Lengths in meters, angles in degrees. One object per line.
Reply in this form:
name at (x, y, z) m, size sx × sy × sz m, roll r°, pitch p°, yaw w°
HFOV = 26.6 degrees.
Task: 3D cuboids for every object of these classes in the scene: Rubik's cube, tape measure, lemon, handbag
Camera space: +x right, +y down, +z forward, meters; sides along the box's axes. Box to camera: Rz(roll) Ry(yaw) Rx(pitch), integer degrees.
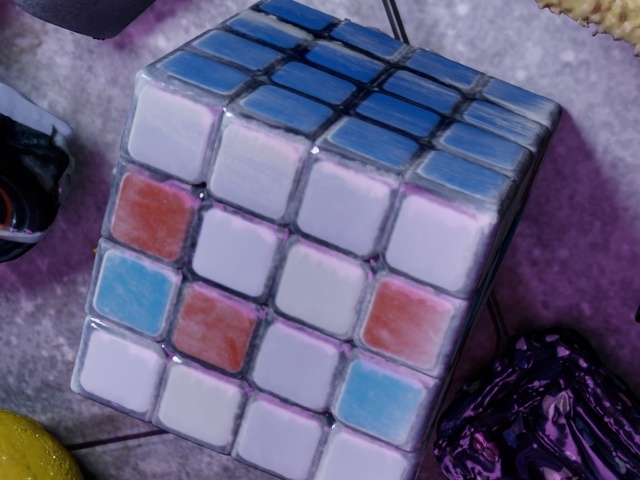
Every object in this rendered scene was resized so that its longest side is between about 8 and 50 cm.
Rubik's cube at (0.000, -0.001, 0.979) m, size 0.259 × 0.256 × 0.253 m, roll 21°, pitch 117°, yaw 9°
tape measure at (-0.305, -0.063, 1.128) m, size 0.182 × 0.107 × 0.181 m, roll 29°, pitch 134°, yaw -31°
lemon at (-0.304, 0.244, 1.255) m, size 0.173 × 0.173 × 0.206 m, roll -29°, pitch 85°, yaw 28°
handbag at (0.216, 0.192, 1.072) m, size 0.260 × 0.113 × 0.162 m, roll 47°, pitch 114°, yaw 4°

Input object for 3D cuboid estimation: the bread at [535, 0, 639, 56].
bread at (0.219, -0.205, 0.878) m, size 0.260 × 0.134 × 0.129 m, roll 25°, pitch 135°, yaw -7°

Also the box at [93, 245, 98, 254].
box at (-0.125, 0.056, 1.188) m, size 0.086 × 0.023 × 0.155 m, roll -24°, pitch 103°, yaw 24°

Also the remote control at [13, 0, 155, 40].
remote control at (-0.075, -0.266, 0.966) m, size 0.377 × 0.107 × 0.044 m, roll -33°, pitch 55°, yaw 35°

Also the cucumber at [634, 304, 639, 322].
cucumber at (0.315, 0.090, 1.030) m, size 0.163 × 0.039 × 0.043 m, roll 32°, pitch 141°, yaw 7°
